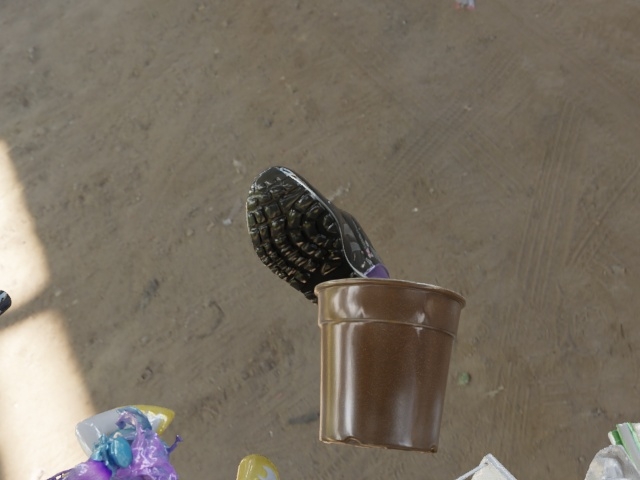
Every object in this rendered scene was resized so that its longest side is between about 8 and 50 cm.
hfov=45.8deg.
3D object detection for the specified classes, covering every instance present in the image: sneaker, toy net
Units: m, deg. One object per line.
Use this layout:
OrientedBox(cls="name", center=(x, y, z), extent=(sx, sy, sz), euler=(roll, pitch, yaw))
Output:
OrientedBox(cls="sneaker", center=(0.000, 0.000, 0.952), extent=(0.107, 0.283, 0.124), euler=(-24, 37, 18))
OrientedBox(cls="toy net", center=(0.315, 0.326, 0.769), extent=(0.122, 0.045, 0.232), euler=(-12, 65, 39))

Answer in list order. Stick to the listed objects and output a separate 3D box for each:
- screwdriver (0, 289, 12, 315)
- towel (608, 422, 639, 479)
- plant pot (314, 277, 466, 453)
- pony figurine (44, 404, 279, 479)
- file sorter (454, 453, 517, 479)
OrientedBox(cls="screwdriver", center=(-0.307, 0.086, 0.584), extent=(0.025, 0.024, 0.170), euler=(-39, 4, 40))
OrientedBox(cls="towel", center=(0.566, 0.358, 1.031), extent=(0.324, 0.038, 0.248), euler=(5, 50, -24))
OrientedBox(cls="plant pot", center=(0.069, 0.139, 0.814), extent=(0.166, 0.167, 0.165), euler=(-1, 74, 22))
OrientedBox(cls="pony figurine", center=(-0.125, 0.276, 0.591), extent=(0.351, 0.363, 0.303), euler=(37, 98, 14))
OrientedBox(cls="file sorter", center=(0.335, 0.596, 1.433), extent=(0.173, 0.193, 0.277), euler=(-16, 46, -38))
